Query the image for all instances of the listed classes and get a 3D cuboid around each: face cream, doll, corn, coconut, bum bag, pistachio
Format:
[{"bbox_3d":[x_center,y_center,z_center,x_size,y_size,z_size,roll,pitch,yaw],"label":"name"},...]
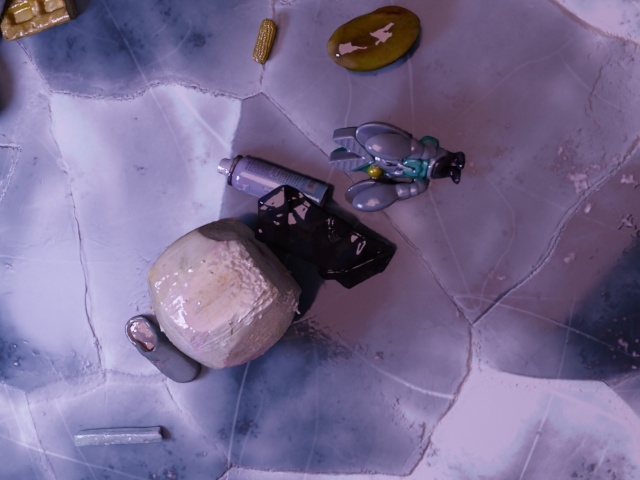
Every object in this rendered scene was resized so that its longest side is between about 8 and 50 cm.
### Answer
[{"bbox_3d":[-0.101,-0.117,1.692,0.229,0.075,0.075,21,99,8],"label":"face cream"},{"bbox_3d":[0.144,-0.163,1.603,0.258,0.153,0.195,-13,121,15],"label":"doll"},{"bbox_3d":[-0.115,-0.407,1.684,0.037,0.037,0.092,19,97,7],"label":"corn"},{"bbox_3d":[-0.198,0.111,1.628,0.254,0.297,0.297,-41,88,4],"label":"coconut"},{"bbox_3d":[0.000,0.000,1.651,0.310,0.074,0.137,31,113,-18],"label":"bum bag"},{"bbox_3d":[0.107,-0.393,1.621,0.189,0.100,0.110,-24,114,1],"label":"pistachio"}]

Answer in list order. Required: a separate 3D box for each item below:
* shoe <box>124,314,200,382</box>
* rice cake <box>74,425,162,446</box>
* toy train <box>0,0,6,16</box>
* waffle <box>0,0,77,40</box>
[{"bbox_3d":[-0.350,0.239,1.770,0.195,0.078,0.079,42,100,7],"label":"shoe"},{"bbox_3d":[-0.449,0.435,1.828,0.208,0.033,0.033,-5,105,9],"label":"rice cake"},{"bbox_3d":[-0.733,-0.537,1.682,0.202,0.131,0.299,50,132,13],"label":"toy train"},{"bbox_3d":[-0.629,-0.572,1.746,0.168,0.057,0.274,-16,93,11],"label":"waffle"}]
